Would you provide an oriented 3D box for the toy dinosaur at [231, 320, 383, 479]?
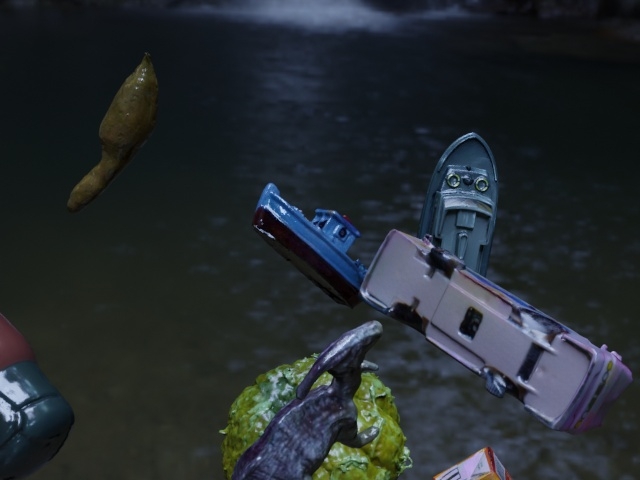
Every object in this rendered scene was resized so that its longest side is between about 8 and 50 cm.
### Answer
[{"bbox_3d":[-0.019,0.200,1.160,0.077,0.294,0.162,29,4,34],"label":"toy dinosaur"}]

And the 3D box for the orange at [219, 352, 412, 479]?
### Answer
[{"bbox_3d":[-0.018,0.317,1.892,0.300,0.223,0.301,-17,40,5],"label":"orange"}]

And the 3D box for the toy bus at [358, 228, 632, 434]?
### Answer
[{"bbox_3d":[0.164,0.083,1.148,0.112,0.090,0.274,20,10,-47],"label":"toy bus"}]

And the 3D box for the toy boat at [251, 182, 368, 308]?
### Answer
[{"bbox_3d":[0.000,0.000,1.635,0.223,0.097,0.100,42,-17,-29],"label":"toy boat"}]

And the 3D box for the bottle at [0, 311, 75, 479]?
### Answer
[{"bbox_3d":[-0.389,0.106,1.247,0.336,0.144,0.144,40,30,17],"label":"bottle"}]

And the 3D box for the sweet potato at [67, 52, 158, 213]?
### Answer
[{"bbox_3d":[-0.293,-0.149,1.780,0.074,0.270,0.075,28,15,-8],"label":"sweet potato"}]

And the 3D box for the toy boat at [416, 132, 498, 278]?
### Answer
[{"bbox_3d":[0.205,-0.015,1.824,0.114,0.296,0.122,8,9,-7],"label":"toy boat"}]

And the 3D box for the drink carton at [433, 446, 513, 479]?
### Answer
[{"bbox_3d":[0.250,0.399,1.642,0.096,0.223,0.071,-33,15,13],"label":"drink carton"}]
